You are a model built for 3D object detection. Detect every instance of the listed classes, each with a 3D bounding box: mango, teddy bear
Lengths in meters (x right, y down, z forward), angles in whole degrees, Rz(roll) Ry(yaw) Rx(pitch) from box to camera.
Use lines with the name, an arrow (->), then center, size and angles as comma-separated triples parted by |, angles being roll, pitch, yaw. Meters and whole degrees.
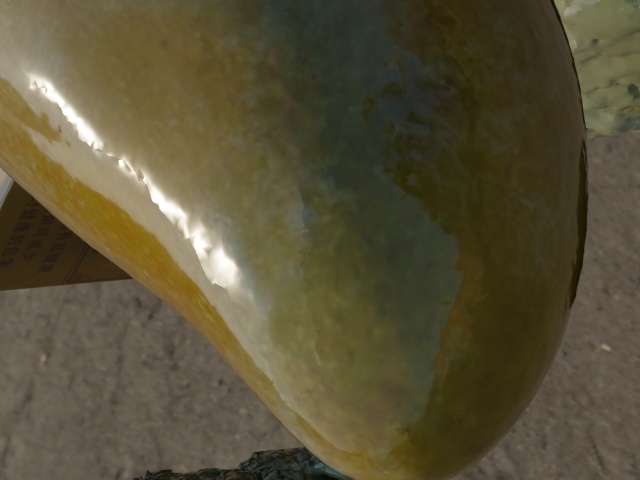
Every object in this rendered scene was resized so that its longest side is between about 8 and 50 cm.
mango -> -0.034, -0.080, 0.447 | 0.199, 0.221, 0.384 | -58, 47, 32
teddy bear -> -0.071, 0.291, 1.198 | 0.267, 0.256, 0.156 | 106, 154, -58

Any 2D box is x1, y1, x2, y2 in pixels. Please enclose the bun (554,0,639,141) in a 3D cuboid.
bun -> 0.188, -0.211, 0.992 | 0.361, 0.361, 0.213 | 17, 64, 44

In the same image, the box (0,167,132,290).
box -> -0.262, -0.061, 1.553 | 0.116, 0.415, 0.264 | 59, 134, 27
